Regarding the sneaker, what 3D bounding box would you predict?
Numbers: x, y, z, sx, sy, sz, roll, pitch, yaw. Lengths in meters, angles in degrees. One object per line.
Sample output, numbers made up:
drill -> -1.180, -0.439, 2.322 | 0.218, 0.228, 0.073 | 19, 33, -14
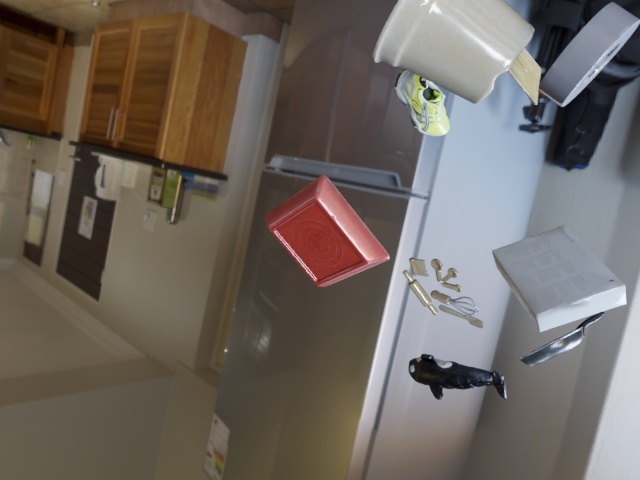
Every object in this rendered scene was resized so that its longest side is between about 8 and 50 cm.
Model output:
sneaker -> 0.458, -0.559, 1.968 | 0.147, 0.145, 0.384 | 24, 174, 46

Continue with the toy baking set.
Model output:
toy baking set -> 0.337, 0.152, 1.302 | 0.030, 0.256, 0.196 | -39, -171, -27

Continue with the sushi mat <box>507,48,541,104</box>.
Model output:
sushi mat -> 0.612, -0.575, 1.470 | 0.316, 0.151, 0.019 | 29, 158, -34

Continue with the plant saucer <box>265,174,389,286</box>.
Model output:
plant saucer -> 0.000, 0.000, 1.164 | 0.258, 0.259, 0.048 | -29, -164, 45

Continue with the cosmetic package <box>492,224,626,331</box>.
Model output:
cosmetic package -> 0.819, 0.121, 1.644 | 0.284, 0.097, 0.377 | -22, -148, 10

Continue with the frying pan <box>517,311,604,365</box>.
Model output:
frying pan -> 0.700, 0.297, 1.360 | 0.326, 0.197, 0.053 | -4, -121, -42

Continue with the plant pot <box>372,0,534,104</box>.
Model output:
plant pot -> 0.354, -0.527, 1.204 | 0.305, 0.334, 0.334 | 37, -174, 2

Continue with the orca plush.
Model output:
orca plush -> 0.349, 0.389, 1.255 | 0.287, 0.102, 0.151 | 6, 150, 38

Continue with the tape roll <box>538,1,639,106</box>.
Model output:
tape roll -> 0.602, -0.414, 1.055 | 0.072, 0.219, 0.219 | 45, -166, 14
